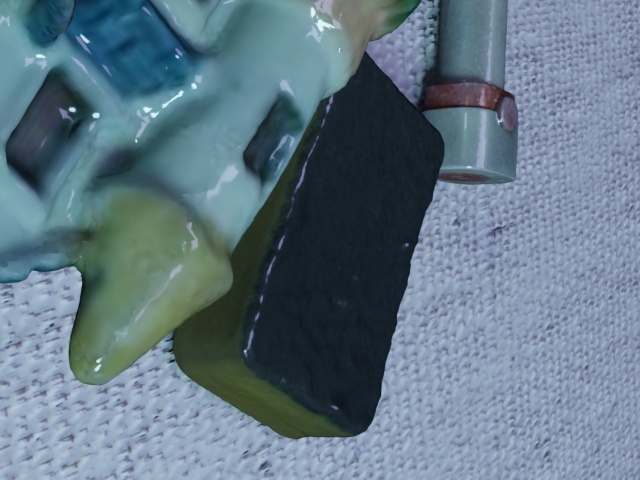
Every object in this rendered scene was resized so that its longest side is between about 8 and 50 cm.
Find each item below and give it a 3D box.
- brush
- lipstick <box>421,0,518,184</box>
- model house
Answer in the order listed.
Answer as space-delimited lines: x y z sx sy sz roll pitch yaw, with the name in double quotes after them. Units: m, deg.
0.000 0.000 0.752 0.123 0.059 0.197 38 62 -46 "brush"
0.098 -0.132 0.884 0.063 0.057 0.186 10 81 -53 "lipstick"
-0.131 -0.068 0.472 0.267 0.194 0.325 53 54 -41 "model house"
